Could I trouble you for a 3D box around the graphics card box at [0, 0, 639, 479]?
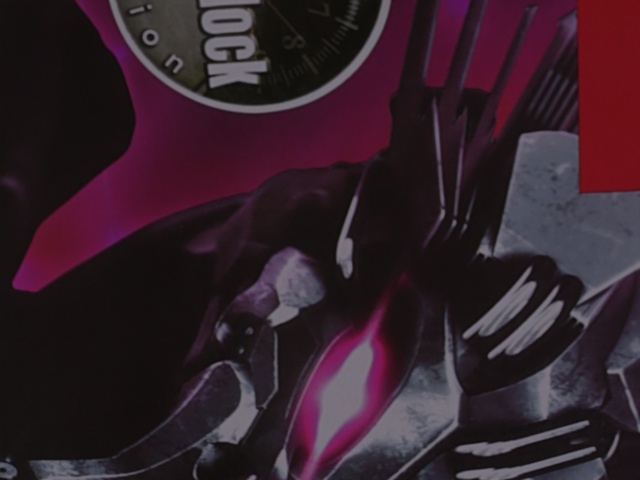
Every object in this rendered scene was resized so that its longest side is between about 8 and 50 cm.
[{"bbox_3d":[0.000,0.000,0.406,0.094,0.370,0.233,-78,-14,-63],"label":"graphics card box"}]
